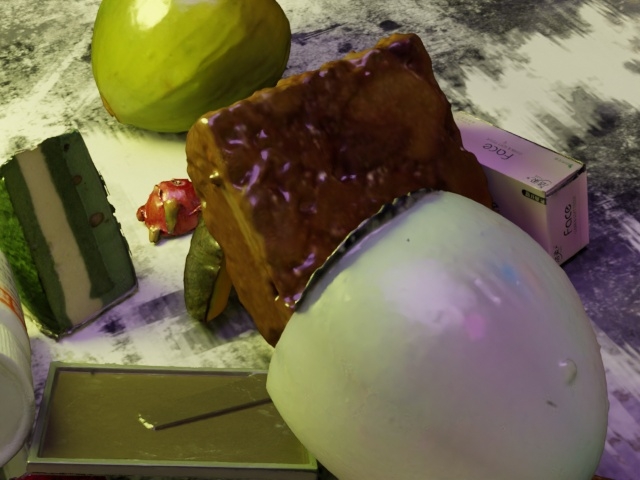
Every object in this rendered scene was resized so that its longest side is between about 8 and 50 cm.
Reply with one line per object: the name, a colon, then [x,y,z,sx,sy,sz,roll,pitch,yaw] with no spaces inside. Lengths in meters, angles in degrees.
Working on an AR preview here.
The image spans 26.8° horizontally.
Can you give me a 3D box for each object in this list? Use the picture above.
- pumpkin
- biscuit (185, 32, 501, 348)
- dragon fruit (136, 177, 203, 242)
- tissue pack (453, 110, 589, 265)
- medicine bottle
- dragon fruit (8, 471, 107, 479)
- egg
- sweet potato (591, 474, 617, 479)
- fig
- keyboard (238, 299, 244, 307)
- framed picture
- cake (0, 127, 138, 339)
pumpkin: [-0.109,-0.038,1.939,0.148,0.169,0.312,17,43,41]
biscuit: [0.027,-0.064,1.812,0.395,0.343,0.166,-24,-2,-34]
dragon fruit: [-0.230,-0.062,2.095,0.126,0.068,0.112,-23,39,-19]
tissue pack: [0.265,-0.071,1.938,0.092,0.149,0.246,-34,42,-27]
medicine bottle: [-0.482,0.135,1.730,0.211,0.211,0.371,-18,27,-11]
dragon fruit: [-0.318,0.356,1.544,0.161,0.126,0.274,-19,24,3]
egg: [0.167,0.166,1.511,0.354,0.354,0.340,-34,62,-29]
sweet potato: [0.340,0.315,1.499,0.078,0.058,0.255,-44,41,-9]
fig: [-0.230,-0.333,2.254,0.343,0.343,0.343,-6,38,5]
keyboard: [-0.012,0.108,1.867,0.231,0.023,0.072,25,47,36]
framed picture: [-0.178,0.219,1.651,0.335,0.022,0.247,3,23,-6]
cake: [-0.401,-0.033,1.928,0.158,0.284,0.172,-35,37,-31]
